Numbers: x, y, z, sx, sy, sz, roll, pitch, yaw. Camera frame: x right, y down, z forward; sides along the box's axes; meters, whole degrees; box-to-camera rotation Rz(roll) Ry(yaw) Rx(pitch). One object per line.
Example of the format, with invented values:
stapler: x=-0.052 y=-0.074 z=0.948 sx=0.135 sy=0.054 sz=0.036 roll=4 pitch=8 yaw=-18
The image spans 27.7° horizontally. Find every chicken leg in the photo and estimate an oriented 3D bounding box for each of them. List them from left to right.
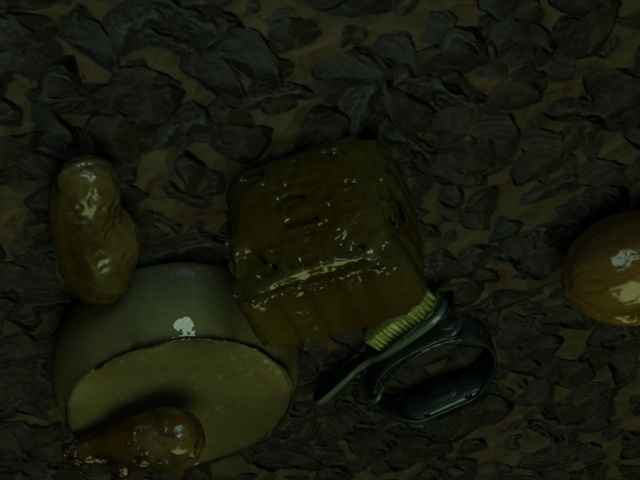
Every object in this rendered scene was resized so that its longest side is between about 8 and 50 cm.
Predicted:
chicken leg: x=-0.245 y=0.274 z=1.713 sx=0.208 sy=0.085 sz=0.101 roll=-13 pitch=152 yaw=17

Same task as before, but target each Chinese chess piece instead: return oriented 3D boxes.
Chinese chess piece: x=-0.196 y=0.177 z=1.774 sx=0.338 sy=0.140 sz=0.338 roll=-6 pitch=140 yaw=-5

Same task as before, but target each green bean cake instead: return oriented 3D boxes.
green bean cake: x=0.000 y=0.000 z=1.559 sx=0.230 sy=0.224 sz=0.131 roll=-16 pitch=139 yaw=9

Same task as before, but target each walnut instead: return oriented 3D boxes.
walnut: x=0.427 y=0.038 z=1.764 sx=0.207 sy=0.159 sz=0.159 roll=-17 pitch=139 yaw=-3

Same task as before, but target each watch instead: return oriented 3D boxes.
watch: x=0.163 y=0.196 z=1.942 sx=0.206 sy=0.068 sz=0.193 roll=-22 pitch=135 yaw=6

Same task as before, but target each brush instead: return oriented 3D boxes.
brush: x=0.071 y=0.146 z=1.872 sx=0.060 sy=0.068 sz=0.297 roll=37 pitch=124 yaw=-19

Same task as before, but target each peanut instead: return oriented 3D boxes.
peanut: x=-0.274 y=-0.014 z=1.572 sx=0.108 sy=0.095 sz=0.226 roll=-20 pitch=138 yaw=-16
